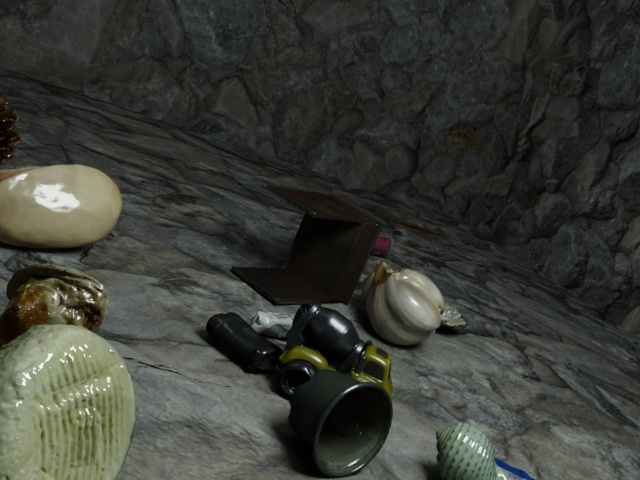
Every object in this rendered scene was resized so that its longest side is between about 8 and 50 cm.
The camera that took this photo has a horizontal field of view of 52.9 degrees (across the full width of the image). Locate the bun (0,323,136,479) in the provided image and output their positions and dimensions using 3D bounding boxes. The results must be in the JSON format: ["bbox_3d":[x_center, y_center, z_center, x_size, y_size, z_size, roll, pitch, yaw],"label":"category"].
[{"bbox_3d":[-0.310,0.205,0.703,0.134,0.220,0.220,-3,4,23],"label":"bun"}]

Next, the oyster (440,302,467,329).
[{"bbox_3d":[0.312,0.203,1.827,0.223,0.083,0.214,31,19,8],"label":"oyster"}]

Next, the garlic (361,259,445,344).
[{"bbox_3d":[0.208,0.172,1.620,0.203,0.184,0.281,33,-9,-15],"label":"garlic"}]

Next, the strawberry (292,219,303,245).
[{"bbox_3d":[0.000,0.000,1.919,0.201,0.184,0.187,-28,68,-25],"label":"strawberry"}]

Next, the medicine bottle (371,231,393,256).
[{"bbox_3d":[0.154,-0.002,2.295,0.217,0.090,0.090,12,18,-33],"label":"medicine bottle"}]

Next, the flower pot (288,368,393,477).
[{"bbox_3d":[0.024,0.276,1.017,0.157,0.157,0.107,11,9,-38],"label":"flower pot"}]

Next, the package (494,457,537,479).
[{"bbox_3d":[0.386,0.462,1.118,0.171,0.027,0.173,24,18,2],"label":"package"}]

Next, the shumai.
[{"bbox_3d":[-0.359,0.103,0.832,0.146,0.145,0.116,22,36,-3],"label":"shumai"}]

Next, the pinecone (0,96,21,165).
[{"bbox_3d":[-0.844,-0.284,1.598,0.208,0.207,0.208,21,15,-6],"label":"pinecone"}]

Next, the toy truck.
[{"bbox_3d":[0.038,0.220,1.179,0.224,0.165,0.147,25,14,7],"label":"toy truck"}]

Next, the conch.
[{"bbox_3d":[0.252,0.377,1.075,0.153,0.102,0.135,62,14,13],"label":"conch"}]

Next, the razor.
[{"bbox_3d":[-0.144,0.193,1.222,0.148,0.054,0.090,32,17,29],"label":"razor"}]

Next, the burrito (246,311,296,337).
[{"bbox_3d":[-0.069,0.182,1.366,0.203,0.064,0.064,12,18,-34],"label":"burrito"}]

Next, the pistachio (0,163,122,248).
[{"bbox_3d":[-0.549,-0.074,1.305,0.299,0.187,0.187,0,27,-47],"label":"pistachio"}]

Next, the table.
[{"bbox_3d":[-0.032,0.015,1.641,0.196,0.250,0.282,34,17,35],"label":"table"}]
